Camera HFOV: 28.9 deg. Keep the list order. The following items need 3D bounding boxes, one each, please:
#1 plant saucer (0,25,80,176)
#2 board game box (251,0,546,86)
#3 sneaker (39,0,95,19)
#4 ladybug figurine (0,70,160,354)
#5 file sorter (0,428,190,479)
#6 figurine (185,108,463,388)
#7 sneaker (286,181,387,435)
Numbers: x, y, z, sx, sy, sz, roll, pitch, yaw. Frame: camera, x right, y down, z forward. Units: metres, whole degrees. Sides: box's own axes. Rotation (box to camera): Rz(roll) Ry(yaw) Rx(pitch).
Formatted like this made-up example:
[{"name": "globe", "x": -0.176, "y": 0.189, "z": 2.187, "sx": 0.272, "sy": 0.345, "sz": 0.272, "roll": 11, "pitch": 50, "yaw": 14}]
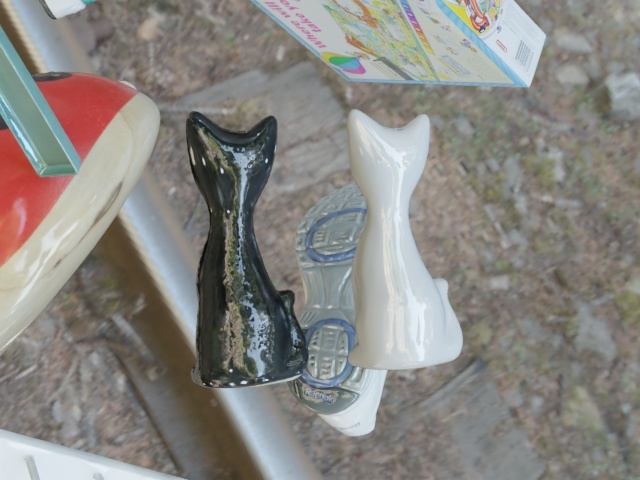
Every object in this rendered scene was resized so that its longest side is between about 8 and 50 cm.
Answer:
[{"name": "plant saucer", "x": -0.286, "y": -0.143, "z": 1.150, "sx": 0.018, "sy": 0.067, "sz": 0.192, "roll": -48, "pitch": 122, "yaw": -35}, {"name": "board game box", "x": 0.010, "y": -0.111, "z": 0.508, "sx": 0.154, "sy": 0.103, "sz": 0.026, "roll": 33, "pitch": 72, "yaw": -46}, {"name": "sneaker", "x": -0.135, "y": -0.285, "z": 0.919, "sx": 0.179, "sy": 0.123, "sz": 0.295, "roll": -19, "pitch": 42, "yaw": 3}, {"name": "ladybug figurine", "x": -0.339, "y": -0.031, "z": 1.335, "sx": 0.162, "sy": 0.305, "sz": 0.449, "roll": 44, "pitch": 52, "yaw": -18}, {"name": "file sorter", "x": -0.209, "y": 0.301, "z": 1.039, "sx": 0.278, "sy": 0.173, "sz": 0.192, "roll": 21, "pitch": 100, "yaw": -26}, {"name": "figurine", "x": 0.000, "y": 0.000, "z": 0.973, "sx": 0.215, "sy": 0.092, "sz": 0.209, "roll": -4, "pitch": 90, "yaw": -20}, {"name": "sneaker", "x": 0.030, "y": 0.068, "z": 1.310, "sx": 0.111, "sy": 0.129, "sz": 0.297, "roll": 1, "pitch": 56, "yaw": 19}]
